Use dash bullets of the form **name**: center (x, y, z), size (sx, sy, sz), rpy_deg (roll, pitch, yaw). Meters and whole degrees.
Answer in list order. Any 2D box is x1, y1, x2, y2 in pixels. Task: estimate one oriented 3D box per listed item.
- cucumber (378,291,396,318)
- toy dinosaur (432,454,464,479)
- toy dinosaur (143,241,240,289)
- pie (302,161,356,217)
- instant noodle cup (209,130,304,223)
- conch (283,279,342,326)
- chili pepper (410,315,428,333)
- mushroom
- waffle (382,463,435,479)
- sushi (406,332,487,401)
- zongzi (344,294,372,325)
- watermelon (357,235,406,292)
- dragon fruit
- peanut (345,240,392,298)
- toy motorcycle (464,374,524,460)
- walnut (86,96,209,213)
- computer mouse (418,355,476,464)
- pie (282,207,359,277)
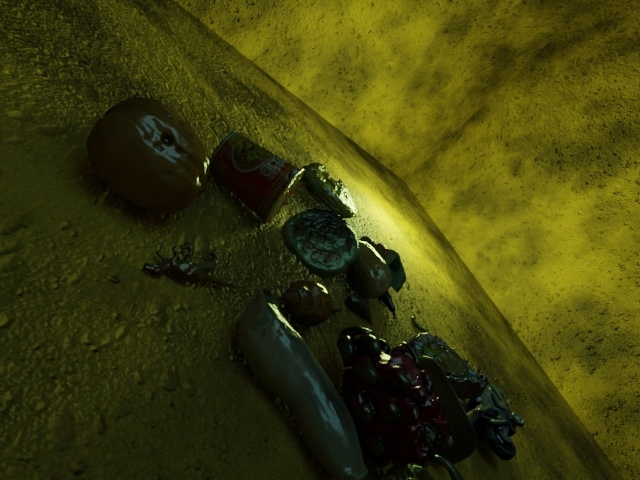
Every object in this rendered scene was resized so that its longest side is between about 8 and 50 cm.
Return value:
- **cucumber**: center (0.205, 0.179, 1.323), size (0.039, 0.043, 0.163), rpy_deg (-10, 46, -19)
- **toy dinosaur**: center (0.285, 0.514, 0.776), size (0.248, 0.075, 0.188), rpy_deg (57, 0, 23)
- **toy dinosaur**: center (-0.229, 0.066, 0.744), size (0.162, 0.039, 0.126), rpy_deg (47, 31, -11)
- **pie**: center (0.042, -0.208, 1.672), size (0.302, 0.067, 0.302), rpy_deg (40, 21, -19)
- **instant noodle cup**: center (-0.179, -0.180, 1.093), size (0.212, 0.193, 0.193), rpy_deg (37, 22, -1)
- **conch**: center (-0.015, 0.151, 0.913), size (0.330, 0.109, 0.093), rpy_deg (47, 48, -63)
- **chili pepper**: center (0.337, 0.292, 1.382), size (0.083, 0.017, 0.030), rpy_deg (50, 20, 12)
- **mushroom**: center (-0.032, 0.247, 0.693), size (0.351, 0.097, 0.109), rpy_deg (54, 23, 13)
- **waffle**: center (0.183, 0.491, 0.700), size (0.223, 0.054, 0.204), rpy_deg (9, 41, -57)
- **sushi**: center (0.333, 0.347, 1.131), size (0.241, 0.107, 0.161), rpy_deg (17, 34, -20)
- **zongzi**: center (0.106, 0.194, 1.126), size (0.076, 0.040, 0.083), rpy_deg (15, 54, -41)
- **watermelon**: center (0.199, 0.068, 1.404), size (0.241, 0.094, 0.154), rpy_deg (45, -5, 47)
- **dragon fruit**: center (0.128, 0.284, 0.780), size (0.218, 0.198, 0.273), rpy_deg (-11, 72, -40)
- **peanut**: center (0.132, 0.084, 1.239), size (0.129, 0.129, 0.224), rpy_deg (23, 29, -45)
- **toy motorcycle**: center (0.486, 0.494, 1.188), size (0.173, 0.108, 0.307), rpy_deg (39, 22, 9)
- **walnut**: center (-0.317, -0.158, 0.777), size (0.221, 0.195, 0.195), rpy_deg (39, 22, -20)
- **computer mouse**: center (0.259, 0.385, 0.945), size (0.056, 0.126, 0.245), rpy_deg (55, 10, -48)
- **pie**: center (0.000, 0.000, 1.172), size (0.240, 0.054, 0.241), rpy_deg (12, 48, -13)
